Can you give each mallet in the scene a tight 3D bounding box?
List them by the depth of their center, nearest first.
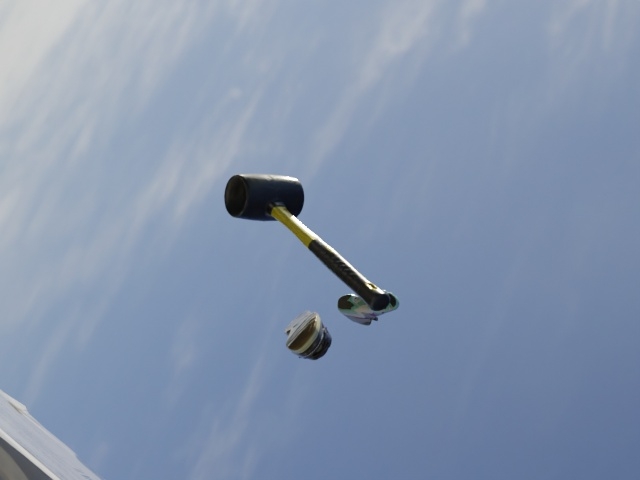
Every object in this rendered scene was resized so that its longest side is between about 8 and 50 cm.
[{"bbox_3d":[0.000,0.000,0.915,0.190,0.062,0.039,37,-61,38],"label":"mallet"}]

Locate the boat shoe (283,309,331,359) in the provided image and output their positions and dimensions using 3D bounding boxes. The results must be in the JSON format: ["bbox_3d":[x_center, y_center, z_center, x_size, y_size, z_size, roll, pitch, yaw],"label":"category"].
[{"bbox_3d":[-0.010,0.118,1.410,0.056,0.049,0.152,-45,-173,2],"label":"boat shoe"}]

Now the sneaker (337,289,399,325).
[{"bbox_3d":[0.080,0.106,1.772,0.098,0.069,0.038,-1,-120,25],"label":"sneaker"}]

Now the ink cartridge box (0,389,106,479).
[{"bbox_3d":[-0.183,0.147,0.566,0.151,0.270,0.395,-50,174,-12],"label":"ink cartridge box"}]
